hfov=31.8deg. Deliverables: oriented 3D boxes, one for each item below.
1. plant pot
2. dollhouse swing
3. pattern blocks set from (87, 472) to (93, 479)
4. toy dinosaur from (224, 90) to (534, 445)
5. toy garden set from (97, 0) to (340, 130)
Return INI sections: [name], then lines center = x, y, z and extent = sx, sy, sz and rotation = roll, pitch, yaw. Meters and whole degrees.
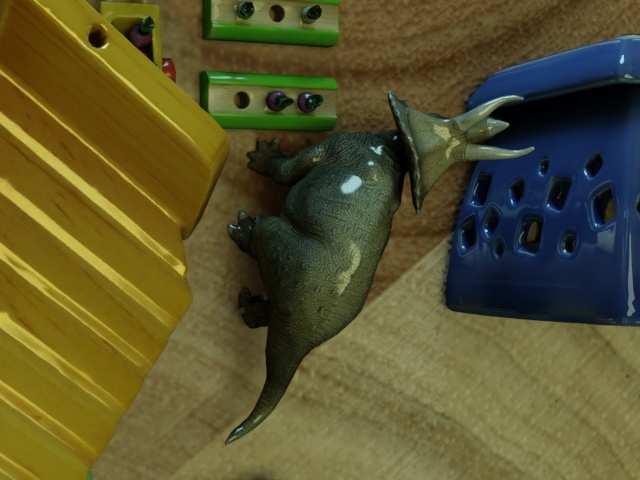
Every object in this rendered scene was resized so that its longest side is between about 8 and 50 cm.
[plant pot]
center = 0.256, -0.041, 0.902
extent = 0.236, 0.236, 0.212
rotation = 1, 87, -25
[dollhouse swing]
center = -0.167, 0.000, 0.605
extent = 0.315, 0.305, 0.347
rotation = 42, 57, -22
[pattern blocks set]
center = -0.275, 0.235, 0.701
extent = 0.325, 0.026, 0.285
rotation = -28, 79, -30
[toy dinosaur]
center = 0.000, 0.000, 0.815
extent = 0.121, 0.160, 0.313
rotation = 41, 75, -22
[toy garden set]
center = -0.073, -0.206, 0.825
extent = 0.203, 0.049, 0.244
rotation = -1, 94, -26
